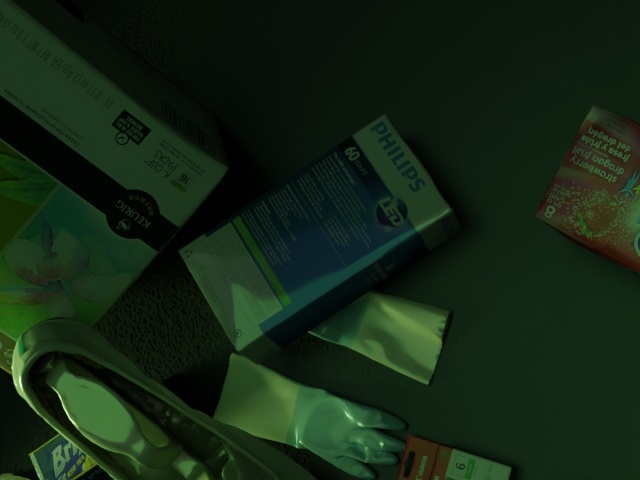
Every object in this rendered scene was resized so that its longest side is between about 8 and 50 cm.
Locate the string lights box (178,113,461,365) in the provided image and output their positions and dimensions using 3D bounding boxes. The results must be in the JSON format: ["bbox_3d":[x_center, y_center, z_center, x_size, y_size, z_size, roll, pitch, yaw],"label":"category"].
[{"bbox_3d":[0.000,0.000,1.326,0.259,0.077,0.133,-33,68,2],"label":"string lights box"}]

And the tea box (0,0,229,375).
[{"bbox_3d":[-0.328,-0.085,1.351,0.323,0.329,0.220,-48,22,11],"label":"tea box"}]

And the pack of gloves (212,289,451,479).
[{"bbox_3d":[0.000,0.134,1.350,0.232,0.046,0.195,16,87,26],"label":"pack of gloves"}]

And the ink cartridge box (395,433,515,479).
[{"bbox_3d":[0.131,0.239,1.278,0.115,0.029,0.063,15,87,19],"label":"ink cartridge box"}]

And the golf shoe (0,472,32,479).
[{"bbox_3d":[-0.362,0.351,1.451,0.086,0.069,0.176,2,69,14],"label":"golf shoe"}]

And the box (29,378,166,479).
[{"bbox_3d":[-0.242,0.223,1.437,0.169,0.054,0.059,-35,69,16],"label":"box"}]

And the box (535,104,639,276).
[{"bbox_3d":[0.345,-0.010,1.176,0.257,0.128,0.123,29,93,25],"label":"box"}]

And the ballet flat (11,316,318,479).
[{"bbox_3d":[-0.143,0.222,1.262,0.400,0.139,0.139,37,98,-4],"label":"ballet flat"}]
